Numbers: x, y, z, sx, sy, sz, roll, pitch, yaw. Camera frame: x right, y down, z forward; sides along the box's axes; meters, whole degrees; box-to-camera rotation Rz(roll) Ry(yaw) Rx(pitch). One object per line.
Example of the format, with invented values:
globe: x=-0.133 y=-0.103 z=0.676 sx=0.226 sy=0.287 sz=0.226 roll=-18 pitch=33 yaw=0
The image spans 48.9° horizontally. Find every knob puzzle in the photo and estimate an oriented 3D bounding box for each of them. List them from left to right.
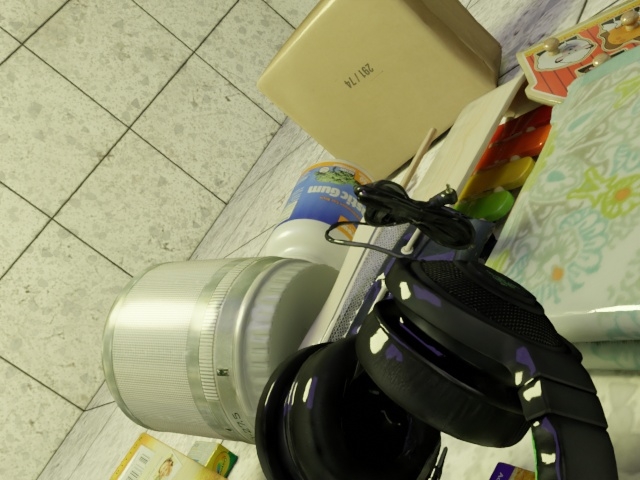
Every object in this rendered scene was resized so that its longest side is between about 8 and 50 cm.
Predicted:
knob puzzle: x=0.322 y=-0.212 z=0.790 sx=0.213 sy=0.030 sz=0.213 roll=-21 pitch=37 yaw=17

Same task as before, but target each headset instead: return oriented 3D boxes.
headset: x=0.080 y=0.106 z=0.499 sx=0.243 sy=0.185 sz=0.394 roll=-46 pitch=37 yaw=36

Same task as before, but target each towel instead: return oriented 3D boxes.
towel: x=0.288 y=-0.048 z=0.532 sx=0.320 sy=0.090 sz=0.374 roll=-61 pitch=17 yaw=-22

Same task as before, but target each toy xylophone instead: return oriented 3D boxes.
toy xylophone: x=0.190 y=-0.087 z=0.913 sx=0.322 sy=0.081 sz=0.236 roll=-55 pitch=15 yaw=-15

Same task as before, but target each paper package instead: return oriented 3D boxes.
paper package: x=0.105 y=-0.306 z=1.242 sx=0.325 sy=0.309 sz=0.168 roll=-37 pitch=18 yaw=41

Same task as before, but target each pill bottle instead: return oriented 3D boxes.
pill bottle: x=0.000 y=0.000 z=1.133 sx=0.152 sy=0.152 sz=0.272 roll=-39 pitch=19 yaw=38

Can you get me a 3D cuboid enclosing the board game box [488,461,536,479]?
board game box: x=0.142 y=0.218 z=0.399 sx=0.146 sy=0.045 sz=0.193 roll=-57 pitch=16 yaw=-18

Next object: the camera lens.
camera lens: x=-0.109 y=0.131 z=0.860 sx=0.274 sy=0.219 sz=0.219 roll=-4 pitch=43 yaw=34

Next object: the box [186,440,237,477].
box: x=-0.199 y=0.383 z=1.027 sx=0.179 sy=0.043 sz=0.105 roll=-56 pitch=16 yaw=-27

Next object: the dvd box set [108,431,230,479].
dvd box set: x=-0.221 y=0.416 z=0.861 sx=0.420 sy=0.062 sz=0.307 roll=-7 pitch=46 yaw=58

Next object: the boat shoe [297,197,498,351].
boat shoe: x=0.077 y=0.114 z=0.706 sx=0.158 sy=0.127 sz=0.340 roll=10 pitch=76 yaw=47
